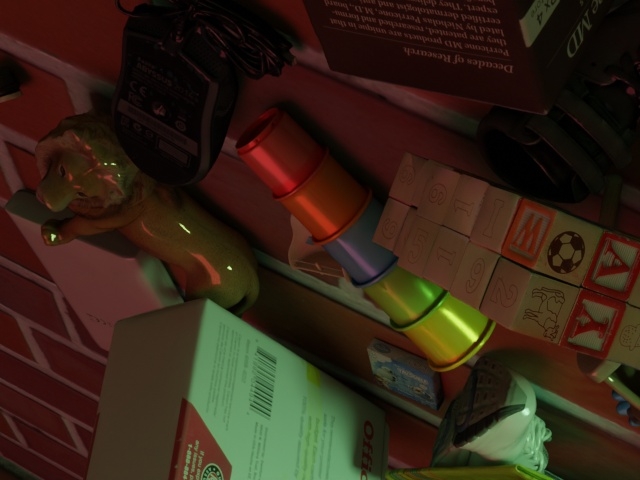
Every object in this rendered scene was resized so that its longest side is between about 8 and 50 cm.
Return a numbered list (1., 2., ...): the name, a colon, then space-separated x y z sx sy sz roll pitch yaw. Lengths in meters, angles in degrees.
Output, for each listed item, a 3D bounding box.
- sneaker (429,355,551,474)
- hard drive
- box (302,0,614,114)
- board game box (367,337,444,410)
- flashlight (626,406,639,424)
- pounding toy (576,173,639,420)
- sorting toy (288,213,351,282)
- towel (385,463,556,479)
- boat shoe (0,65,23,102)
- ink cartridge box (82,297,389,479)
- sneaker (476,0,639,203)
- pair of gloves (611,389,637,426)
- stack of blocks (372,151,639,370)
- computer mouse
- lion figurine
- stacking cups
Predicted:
1. sneaker: 0.212 0.217 1.592 0.129 0.111 0.297 19 161 2
2. hard drive: -0.285 0.078 1.965 0.233 0.047 0.353 20 152 28
3. box: 0.083 -0.217 0.854 0.167 0.168 0.203 15 150 32
4. board game box: 0.104 0.164 1.690 0.090 0.020 0.090 22 151 23
5. flashlight: 0.387 0.125 1.194 0.103 0.103 0.304 37 154 -16
6. pounding toy: 0.270 0.044 1.121 0.155 0.154 0.269 39 154 -12
7. sorting toy: 0.000 0.000 1.499 0.083 0.045 0.075 12 140 39
8. towel: 0.183 0.287 1.619 0.102 0.021 0.237 25 157 -29
9. boat shoe: -0.387 -0.180 1.629 0.133 0.049 0.042 -1 111 61
10. ink cartridge box: -0.093 0.283 1.701 0.160 0.279 0.385 -16 144 34
11. sneaker: 0.218 -0.104 0.926 0.104 0.147 0.296 43 152 -15
12. pair of gloves: 0.394 0.210 1.429 0.159 0.023 0.198 6 143 45
13. stack of blocks: 0.153 0.008 1.086 0.171 0.087 0.297 18 -174 -27
14. computer mouse: -0.125 -0.158 1.337 0.188 0.072 0.272 33 143 6
15. lion figurine: -0.181 -0.012 1.614 0.392 0.142 0.240 31 151 -30
16. stacking cups: 0.042 0.001 1.381 0.316 0.096 0.096 43 153 -20
